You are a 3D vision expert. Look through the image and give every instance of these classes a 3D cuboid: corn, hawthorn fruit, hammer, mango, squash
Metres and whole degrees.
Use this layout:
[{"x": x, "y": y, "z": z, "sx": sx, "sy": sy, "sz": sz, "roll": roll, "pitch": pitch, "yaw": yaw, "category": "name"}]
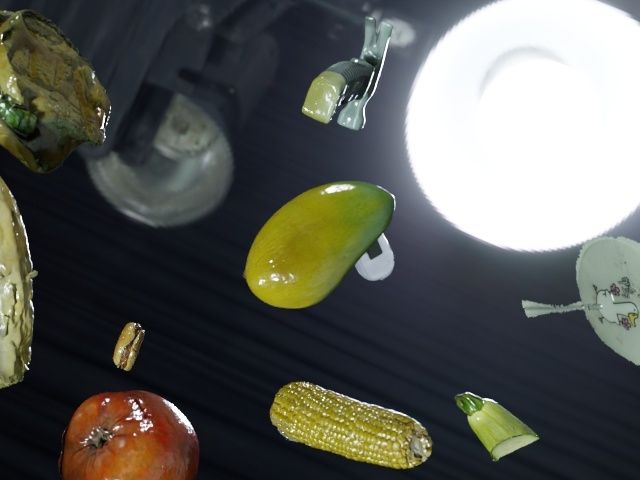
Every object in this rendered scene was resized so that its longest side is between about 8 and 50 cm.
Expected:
[{"x": 0.041, "y": 0.295, "z": 1.932, "sx": 0.106, "sy": 0.293, "sz": 0.106, "roll": -16, "pitch": -68, "yaw": -48, "category": "corn"}, {"x": -0.358, "y": 0.435, "z": 2.467, "sx": 0.307, "sy": 0.276, "sz": 0.276, "roll": 22, "pitch": -88, "yaw": -52, "category": "hawthorn fruit"}, {"x": 0.036, "y": -0.208, "z": 1.607, "sx": 0.226, "sy": 0.041, "sz": 0.158, "roll": -38, "pitch": -33, "yaw": -67, "category": "hammer"}, {"x": -0.006, "y": -0.003, "z": 1.759, "sx": 0.237, "sy": 0.137, "sz": 0.091, "roll": -49, "pitch": 1, "yaw": -8, "category": "mango"}, {"x": 0.301, "y": 0.326, "z": 2.134, "sx": 0.090, "sy": 0.200, "sz": 0.075, "roll": -21, "pitch": 45, "yaw": 33, "category": "squash"}]

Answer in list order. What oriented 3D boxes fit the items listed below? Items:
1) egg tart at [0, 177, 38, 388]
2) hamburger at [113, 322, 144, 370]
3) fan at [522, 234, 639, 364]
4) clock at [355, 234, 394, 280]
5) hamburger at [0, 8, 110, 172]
[{"x": -0.522, "y": 0.044, "z": 1.777, "sx": 0.388, "sy": 0.169, "sz": 0.387, "roll": 174, "pitch": 90, "yaw": -66, "category": "egg tart"}, {"x": -0.353, "y": 0.194, "z": 2.255, "sx": 0.083, "sy": 0.044, "sz": 0.076, "roll": -71, "pitch": 8, "yaw": -45, "category": "hamburger"}, {"x": 0.466, "y": 0.113, "z": 2.104, "sx": 0.012, "sy": 0.233, "sz": 0.415, "roll": -20, "pitch": 1, "yaw": -26, "category": "fan"}, {"x": 0.093, "y": 0.005, "z": 2.678, "sx": 0.080, "sy": 0.176, "sz": 0.117, "roll": -30, "pitch": 24, "yaw": -11, "category": "clock"}, {"x": -0.485, "y": -0.252, "z": 2.032, "sx": 0.134, "sy": 0.285, "sz": 0.265, "roll": -28, "pitch": 35, "yaw": 18, "category": "hamburger"}]
